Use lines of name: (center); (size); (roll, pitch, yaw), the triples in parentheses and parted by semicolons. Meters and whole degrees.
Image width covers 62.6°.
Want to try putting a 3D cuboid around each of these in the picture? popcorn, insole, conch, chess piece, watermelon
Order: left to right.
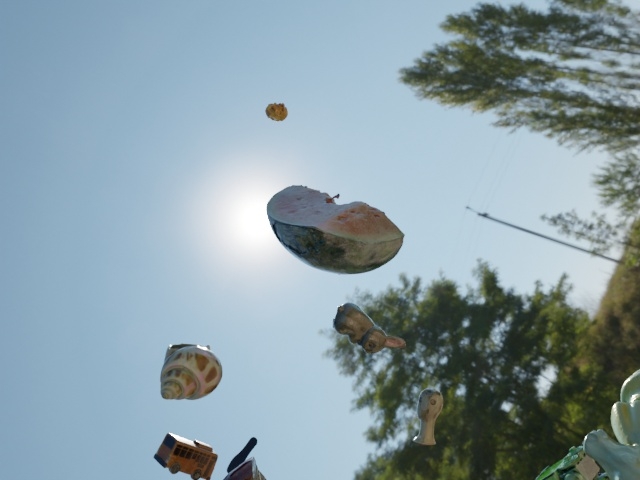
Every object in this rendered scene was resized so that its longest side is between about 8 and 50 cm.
conch: (-0.491, 0.481, 1.950); (0.368, 0.249, 0.197); (55, -125, -74)
insole: (-0.249, 0.687, 1.680); (0.135, 0.045, 0.002); (-51, -42, -14)
popcorn: (-0.160, -0.469, 1.916); (0.083, 0.082, 0.057); (49, -129, -70)
watermelon: (0.001, 0.006, 1.133); (0.188, 0.321, 0.175); (-27, -59, -36)
chess piece: (0.617, 0.375, 0.989); (0.298, 0.175, 0.176); (-26, -50, -38)

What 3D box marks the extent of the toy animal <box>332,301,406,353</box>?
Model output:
toy animal: (0.159, 0.310, 1.759); (0.125, 0.251, 0.127); (-65, -20, 13)

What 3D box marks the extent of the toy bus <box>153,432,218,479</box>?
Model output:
toy bus: (-0.457, 0.747, 1.818); (0.201, 0.098, 0.114); (38, -110, -36)

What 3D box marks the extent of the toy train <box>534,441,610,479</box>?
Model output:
toy train: (0.765, 0.731, 1.611); (0.188, 0.132, 0.243); (-47, -29, 25)

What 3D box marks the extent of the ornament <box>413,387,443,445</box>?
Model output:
ornament: (0.313, 0.511, 1.541); (0.074, 0.081, 0.156); (11, -95, -30)

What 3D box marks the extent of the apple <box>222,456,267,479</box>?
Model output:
apple: (-0.170, 0.833, 1.505); (0.329, 0.295, 0.365); (-61, -38, -38)
